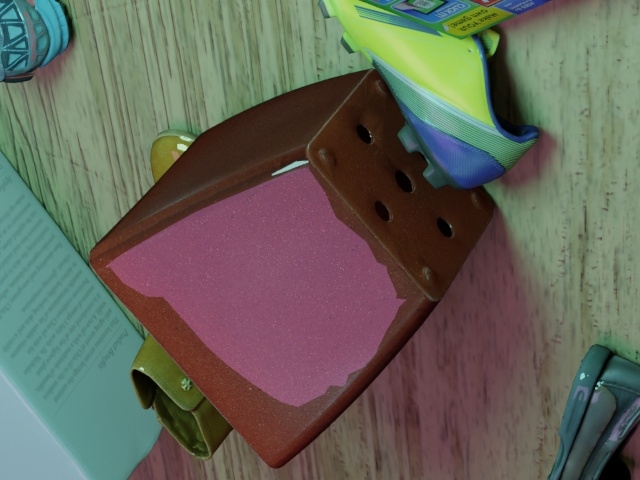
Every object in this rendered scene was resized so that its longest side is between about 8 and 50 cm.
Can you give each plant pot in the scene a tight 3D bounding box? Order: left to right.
[{"bbox_3d":[0.000,0.000,1.778,0.235,0.267,0.267,-33,102,37],"label":"plant pot"}]

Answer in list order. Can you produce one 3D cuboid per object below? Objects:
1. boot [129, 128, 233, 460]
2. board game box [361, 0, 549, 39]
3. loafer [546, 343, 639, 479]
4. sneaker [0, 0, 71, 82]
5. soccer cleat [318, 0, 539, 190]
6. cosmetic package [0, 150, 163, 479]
[{"bbox_3d":[-0.132,0.058,1.952,0.104,0.211,0.295,-7,121,41],"label":"boot"},{"bbox_3d":[0.114,-0.244,1.466,0.213,0.046,0.317,18,161,-27],"label":"board game box"},{"bbox_3d":[0.270,0.219,1.876,0.084,0.096,0.267,20,134,15],"label":"loafer"},{"bbox_3d":[-0.374,-0.262,1.921,0.262,0.125,0.104,42,140,-1],"label":"sneaker"},{"bbox_3d":[0.088,-0.180,1.681,0.121,0.093,0.289,-29,103,17],"label":"soccer cleat"},{"bbox_3d":[-0.373,0.085,2.134,0.161,0.230,0.453,-27,107,31],"label":"cosmetic package"}]
